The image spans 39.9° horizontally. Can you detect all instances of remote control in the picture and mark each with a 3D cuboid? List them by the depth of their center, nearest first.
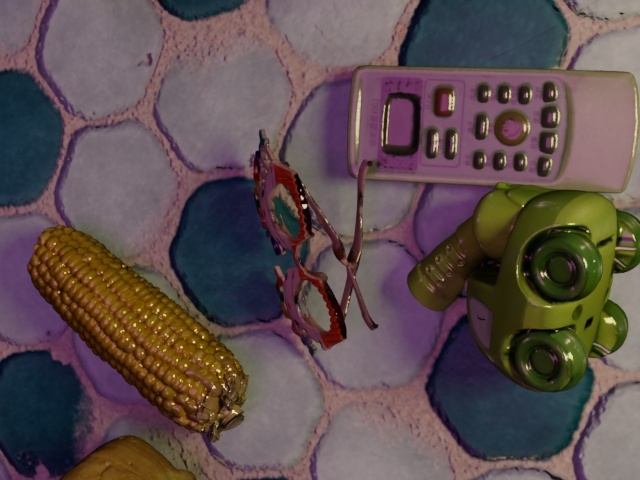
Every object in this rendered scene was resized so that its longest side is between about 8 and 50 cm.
[{"bbox_3d":[0.167,-0.113,0.882,0.285,0.038,0.123,6,98,17],"label":"remote control"}]

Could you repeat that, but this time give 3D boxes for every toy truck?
[{"bbox_3d":[0.196,0.026,0.839,0.210,0.148,0.187,38,125,28],"label":"toy truck"}]

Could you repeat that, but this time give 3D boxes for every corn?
[{"bbox_3d":[-0.208,0.100,0.999,0.318,0.115,0.115,38,107,11],"label":"corn"}]

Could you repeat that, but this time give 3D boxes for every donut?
[{"bbox_3d":[-0.264,0.341,0.997,0.128,0.208,0.261,43,103,9],"label":"donut"}]

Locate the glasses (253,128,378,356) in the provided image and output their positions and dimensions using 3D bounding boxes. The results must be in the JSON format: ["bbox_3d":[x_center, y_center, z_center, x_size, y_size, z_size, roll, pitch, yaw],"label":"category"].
[{"bbox_3d":[-0.008,0.002,0.930,0.162,0.095,0.255,-4,100,60],"label":"glasses"}]
